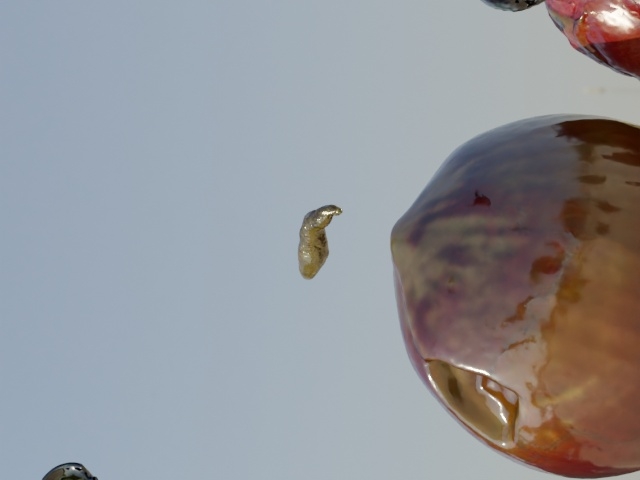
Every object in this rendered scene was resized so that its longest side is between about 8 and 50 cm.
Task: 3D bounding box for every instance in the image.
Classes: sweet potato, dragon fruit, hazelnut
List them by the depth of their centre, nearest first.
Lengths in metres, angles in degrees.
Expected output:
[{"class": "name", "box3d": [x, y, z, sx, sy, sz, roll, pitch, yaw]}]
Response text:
[{"class": "hazelnut", "box3d": [0.292, 0.048, 1.969, 0.402, 0.402, 0.429, 76, -158, -45]}, {"class": "sweet potato", "box3d": [-0.006, -0.003, 2.013, 0.153, 0.041, 0.038, 108, -173, -55]}, {"class": "dragon fruit", "box3d": [0.409, -0.317, 2.063, 0.277, 0.342, 0.277, 25, -122, -49]}]

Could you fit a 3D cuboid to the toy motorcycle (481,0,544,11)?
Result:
[{"class": "toy motorcycle", "box3d": [0.053, -0.219, 0.885, 0.134, 0.401, 0.207, -2, -83, -30]}]

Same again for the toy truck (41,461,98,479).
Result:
[{"class": "toy truck", "box3d": [-0.233, 0.237, 1.195, 0.127, 0.257, 0.127, 61, -158, -45]}]
